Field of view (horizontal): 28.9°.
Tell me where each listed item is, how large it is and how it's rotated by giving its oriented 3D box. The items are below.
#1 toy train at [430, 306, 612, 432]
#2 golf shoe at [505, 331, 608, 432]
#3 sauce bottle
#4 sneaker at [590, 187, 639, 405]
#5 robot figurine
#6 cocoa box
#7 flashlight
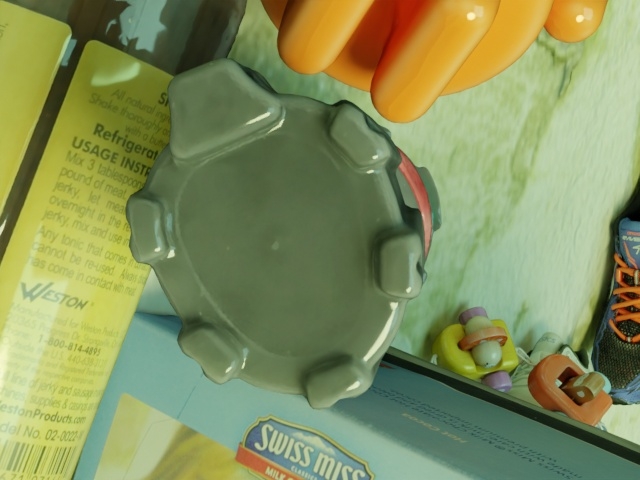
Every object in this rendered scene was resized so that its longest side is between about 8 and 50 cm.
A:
[{"bbox_3d":[0.113,0.102,0.766,0.166,0.125,0.046,-33,166,-35],"label":"toy train"},{"bbox_3d":[0.148,0.106,0.875,0.176,0.069,0.086,15,74,-58],"label":"golf shoe"},{"bbox_3d":[-0.091,-0.054,0.441,0.111,0.111,0.344,27,85,-53],"label":"sauce bottle"},{"bbox_3d":[0.252,0.020,0.954,0.087,0.083,0.221,35,69,-44],"label":"sneaker"},{"bbox_3d":[0.044,-0.150,0.533,0.219,0.158,0.128,-71,154,-43],"label":"robot figurine"},{"bbox_3d":[0.066,0.195,0.554,0.228,0.347,0.231,13,96,-53],"label":"cocoa box"},{"bbox_3d":[0.000,0.000,0.469,0.304,0.103,0.103,-66,175,-84],"label":"flashlight"}]
